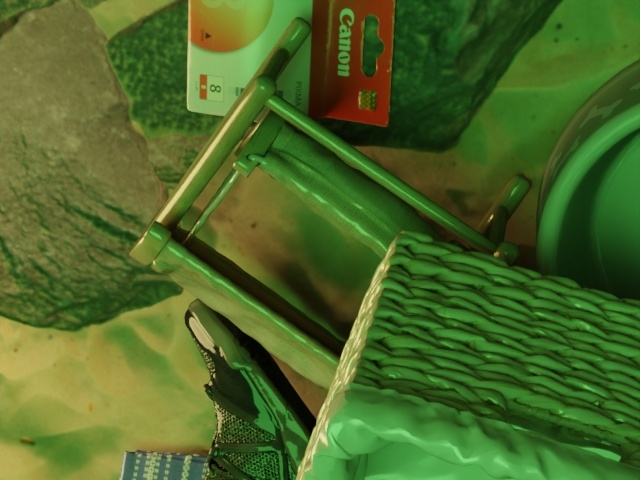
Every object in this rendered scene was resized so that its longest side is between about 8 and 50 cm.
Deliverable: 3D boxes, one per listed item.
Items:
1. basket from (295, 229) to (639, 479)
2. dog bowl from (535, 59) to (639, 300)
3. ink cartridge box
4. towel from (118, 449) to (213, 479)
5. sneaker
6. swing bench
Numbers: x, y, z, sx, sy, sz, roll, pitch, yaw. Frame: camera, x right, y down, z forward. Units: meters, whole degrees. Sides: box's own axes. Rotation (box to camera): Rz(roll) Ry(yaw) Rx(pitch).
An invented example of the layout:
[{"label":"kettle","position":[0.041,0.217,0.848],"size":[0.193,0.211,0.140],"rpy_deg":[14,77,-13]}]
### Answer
[{"label":"basket","position":[0.138,0.210,1.409],"size":[0.328,0.266,0.331],"rpy_deg":[17,126,-2]},{"label":"dog bowl","position":[0.334,0.014,1.500],"size":[0.349,0.102,0.348],"rpy_deg":[7,111,19]},{"label":"ink cartridge box","position":[-0.028,-0.171,1.607],"size":[0.179,0.045,0.145],"rpy_deg":[11,112,20]},{"label":"towel","position":[-0.048,0.327,1.733],"size":[0.336,0.040,0.243],"rpy_deg":[4,79,21]},{"label":"sneaker","position":[-0.081,0.168,1.698],"size":[0.130,0.087,0.227],"rpy_deg":[-35,86,9]},{"label":"swing bench","position":[0.000,0.000,1.568],"size":[0.253,0.165,0.254],"rpy_deg":[34,116,-5]}]
